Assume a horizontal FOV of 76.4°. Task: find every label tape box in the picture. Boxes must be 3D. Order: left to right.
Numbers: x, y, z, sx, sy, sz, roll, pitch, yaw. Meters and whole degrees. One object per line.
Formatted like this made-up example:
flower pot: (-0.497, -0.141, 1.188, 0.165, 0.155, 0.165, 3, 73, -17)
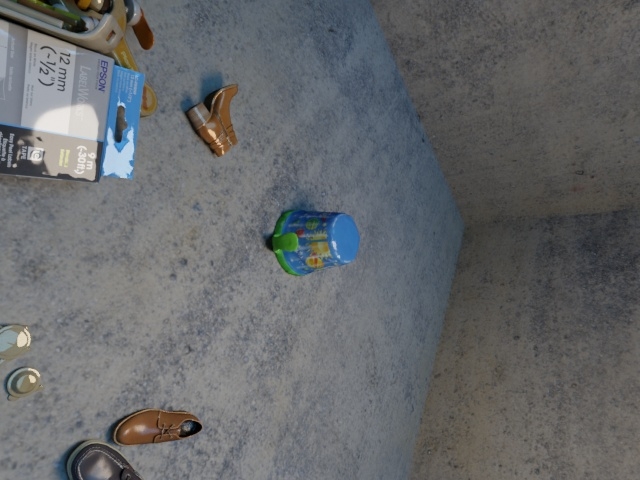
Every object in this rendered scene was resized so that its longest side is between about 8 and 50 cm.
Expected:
label tape box: (-0.496, -0.247, 0.784, 0.347, 0.115, 0.250, 0, 107, -51)

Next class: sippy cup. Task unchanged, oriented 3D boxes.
sippy cup: (0.000, 0.000, 1.363, 0.306, 0.223, 0.240, -52, 125, -41)

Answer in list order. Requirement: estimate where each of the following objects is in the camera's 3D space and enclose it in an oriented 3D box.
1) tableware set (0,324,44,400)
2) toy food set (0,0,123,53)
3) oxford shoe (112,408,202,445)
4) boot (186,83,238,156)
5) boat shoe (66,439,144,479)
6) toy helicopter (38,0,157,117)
tableware set: (-0.592, 0.240, 0.734, 0.141, 0.020, 0.169, -18, 101, -50)
toy food set: (-0.503, -0.413, 0.675, 0.305, 0.219, 0.093, 13, 102, -25)
oxford shoe: (-0.371, 0.437, 0.951, 0.212, 0.075, 0.076, 16, 74, -49)
boot: (-0.278, -0.349, 1.174, 0.197, 0.072, 0.153, -49, 123, -29)
boat shoe: (-0.418, 0.539, 0.861, 0.103, 0.092, 0.286, -43, 119, -46)
toy helicopter: (-0.468, -0.463, 0.926, 0.235, 0.140, 0.356, -62, 142, -48)
